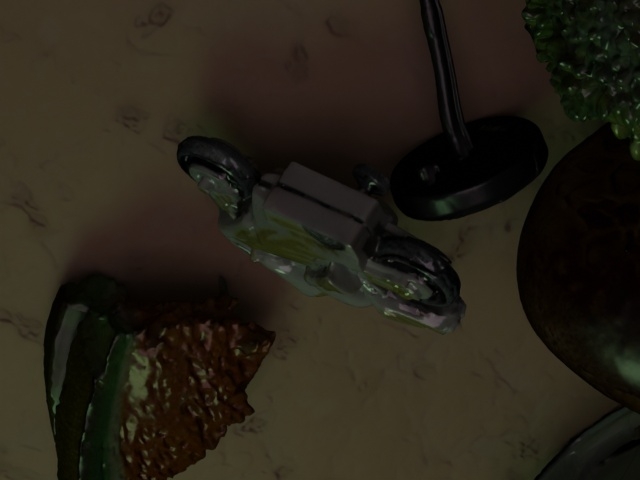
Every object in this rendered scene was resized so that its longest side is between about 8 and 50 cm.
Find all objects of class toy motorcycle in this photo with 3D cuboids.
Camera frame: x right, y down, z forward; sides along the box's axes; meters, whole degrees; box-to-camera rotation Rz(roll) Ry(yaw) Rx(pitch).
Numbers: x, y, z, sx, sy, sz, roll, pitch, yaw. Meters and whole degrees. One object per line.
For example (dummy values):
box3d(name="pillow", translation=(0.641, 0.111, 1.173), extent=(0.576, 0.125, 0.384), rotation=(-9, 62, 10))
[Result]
box3d(name="toy motorcycle", translation=(0.000, 0.000, 1.001), extent=(0.228, 0.074, 0.151), rotation=(25, 159, 13))

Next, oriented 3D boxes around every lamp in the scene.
box3d(name="lamp", translation=(0.090, -0.204, 0.947), extent=(0.130, 0.108, 0.371), rotation=(3, 106, 44))

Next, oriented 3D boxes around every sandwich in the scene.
box3d(name="sandwich", translation=(-0.130, 0.117, 1.081), extent=(0.160, 0.109, 0.185), rotation=(-2, 116, -21))

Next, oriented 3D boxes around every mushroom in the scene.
box3d(name="mushroom", translation=(0.279, 0.029, 0.939), extent=(0.297, 0.163, 0.278), rotation=(8, 73, -4))

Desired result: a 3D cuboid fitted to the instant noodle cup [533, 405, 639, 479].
box3d(name="instant noodle cup", translation=(0.312, 0.292, 1.084), extent=(0.284, 0.284, 0.312), rotation=(-38, 102, 17))

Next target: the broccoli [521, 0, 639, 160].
box3d(name="broccoli", translation=(0.258, -0.175, 0.833), extent=(0.288, 0.235, 0.260), rotation=(-40, 89, 22))
